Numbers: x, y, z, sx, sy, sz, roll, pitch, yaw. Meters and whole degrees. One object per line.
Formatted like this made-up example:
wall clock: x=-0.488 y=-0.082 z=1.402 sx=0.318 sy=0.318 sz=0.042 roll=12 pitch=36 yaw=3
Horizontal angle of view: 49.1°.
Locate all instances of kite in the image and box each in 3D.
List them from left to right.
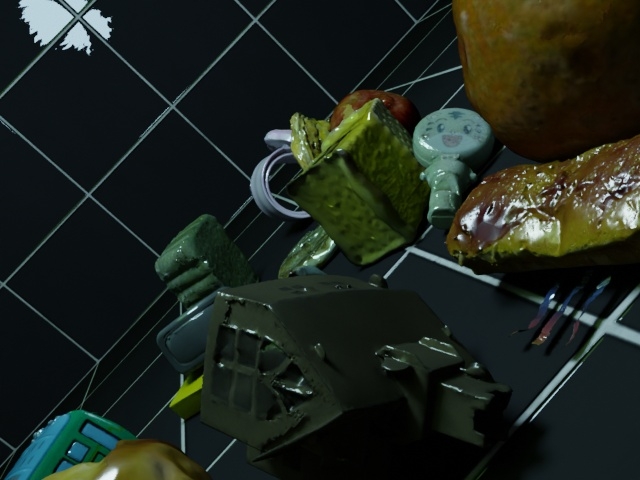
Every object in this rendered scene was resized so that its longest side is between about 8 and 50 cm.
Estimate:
kite: x=0.266 y=0.005 z=0.642 sx=0.245 sy=0.015 sz=0.141 roll=-46 pitch=11 yaw=-15

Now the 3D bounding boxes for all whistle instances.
whistle: x=0.199 y=-0.118 z=1.067 sx=0.126 sy=0.067 sz=0.258 roll=3 pitch=46 yaw=13

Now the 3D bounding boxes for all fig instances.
fig: x=0.111 y=-0.215 z=1.465 sx=0.205 sy=0.205 sz=0.205 roll=-44 pitch=13 yaw=13

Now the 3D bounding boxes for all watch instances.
watch: x=-0.049 y=-0.151 z=1.785 sx=0.211 sy=0.248 sz=0.217 roll=-9 pitch=66 yaw=67

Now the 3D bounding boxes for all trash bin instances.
trash bin: x=-0.222 y=0.175 z=1.375 sx=0.177 sy=0.101 sz=0.236 roll=-38 pitch=-1 yaw=-9

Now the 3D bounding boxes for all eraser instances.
eraser: x=-0.215 y=0.270 z=1.306 sx=0.122 sy=0.045 sz=0.097 roll=-35 pitch=15 yaw=39

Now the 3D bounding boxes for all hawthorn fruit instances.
hawthorn fruit: x=0.291 y=-0.211 z=0.705 sx=0.298 sy=0.277 sz=0.277 roll=15 pitch=60 yaw=51

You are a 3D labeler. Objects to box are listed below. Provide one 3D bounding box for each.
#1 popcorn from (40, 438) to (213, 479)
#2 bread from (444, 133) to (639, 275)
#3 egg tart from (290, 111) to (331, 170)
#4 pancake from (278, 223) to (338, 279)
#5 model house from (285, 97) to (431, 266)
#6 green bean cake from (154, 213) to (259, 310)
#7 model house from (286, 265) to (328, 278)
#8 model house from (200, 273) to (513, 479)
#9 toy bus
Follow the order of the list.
popcorn: x=-0.066 y=0.272 z=0.412 sx=0.332 sy=0.265 sz=0.225 roll=36 pitch=103 yaw=39
bread: x=0.229 y=-0.026 z=0.658 sx=0.139 sy=0.077 sz=0.271 roll=-51 pitch=16 yaw=-20
egg tart: x=0.016 y=-0.193 z=1.589 sx=0.106 sy=0.241 sz=0.241 roll=-24 pitch=19 yaw=16
pancake: x=0.000 y=0.000 z=1.458 sx=0.253 sy=0.037 sz=0.253 roll=-44 pitch=13 yaw=13
model house: x=0.097 y=-0.112 z=1.154 sx=0.234 sy=0.193 sz=0.175 roll=-52 pitch=12 yaw=-34
green bean cake: x=-0.251 y=0.077 z=1.606 sx=0.125 sy=0.227 sz=0.222 roll=-36 pitch=15 yaw=19
model house: x=-0.034 y=0.120 z=0.995 sx=0.152 sy=0.165 sz=0.106 roll=-46 pitch=30 yaw=10
model house: x=0.047 y=0.146 z=0.617 sx=0.243 sy=0.211 sz=0.204 roll=9 pitch=96 yaw=42
toy bus: x=-0.431 y=0.446 z=1.127 sx=0.183 sy=0.199 sz=0.343 roll=-38 pitch=17 yaw=30
